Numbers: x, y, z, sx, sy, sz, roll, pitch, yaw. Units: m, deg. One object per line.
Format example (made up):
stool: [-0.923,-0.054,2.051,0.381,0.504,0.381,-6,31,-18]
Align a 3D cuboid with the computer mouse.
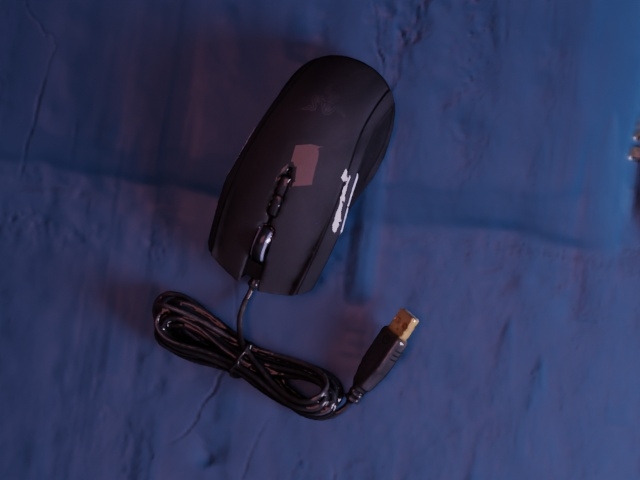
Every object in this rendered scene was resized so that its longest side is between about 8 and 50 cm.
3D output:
computer mouse: [0.000,0.000,0.892,0.184,0.060,0.262,31,91,13]
